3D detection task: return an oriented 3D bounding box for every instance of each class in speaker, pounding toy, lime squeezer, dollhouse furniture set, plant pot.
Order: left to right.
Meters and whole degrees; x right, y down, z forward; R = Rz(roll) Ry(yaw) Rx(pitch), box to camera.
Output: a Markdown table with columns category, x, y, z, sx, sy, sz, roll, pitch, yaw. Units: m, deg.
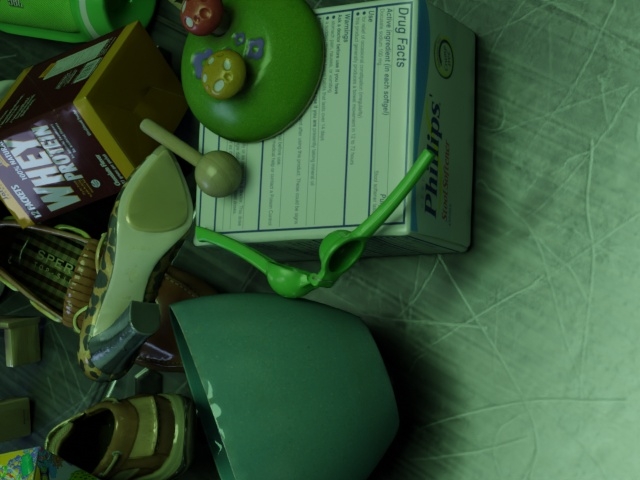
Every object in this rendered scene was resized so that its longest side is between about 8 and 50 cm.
| category | x | y | z | sx | sy | sz | roll | pitch | yaw |
| --- | --- | --- | --- | --- | --- | --- | --- | --- | --- |
| dollhouse furniture set | -0.453 | 0.180 | 2.047 | 0.123 | 0.144 | 0.151 | 1 | 96 | 36 |
| speaker | -0.362 | -0.334 | 2.079 | 0.296 | 0.131 | 0.131 | 12 | 88 | 32 |
| pounding toy | -0.115 | -0.185 | 1.733 | 0.183 | 0.110 | 0.237 | 40 | 102 | 31 |
| plant pot | -0.028 | 0.176 | 1.721 | 0.195 | 0.290 | 0.290 | -19 | 68 | -8 |
| lime squeezer | 0.000 | 0.000 | 1.676 | 0.310 | 0.059 | 0.110 | -18 | 57 | 33 |

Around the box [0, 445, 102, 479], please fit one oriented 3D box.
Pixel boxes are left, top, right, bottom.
| category | x | y | z | sx | sy | sz | roll | pitch | yaw |
| --- | --- | --- | --- | --- | --- | --- | --- | --- | --- |
| box | -0.359 | 0.388 | 1.834 | 0.290 | 0.279 | 0.177 | -14 | 55 | 28 |

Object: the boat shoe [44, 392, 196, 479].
| category | x | y | z | sx | sy | sz | roll | pitch | yaw |
| --- | --- | --- | --- | --- | --- | --- | --- | --- | --- |
| boat shoe | -0.270 | 0.248 | 1.872 | 0.324 | 0.120 | 0.122 | -35 | 53 | 47 |

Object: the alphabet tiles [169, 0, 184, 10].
| category | x | y | z | sx | sy | sz | roll | pitch | yaw |
| --- | --- | --- | --- | --- | --- | --- | --- | --- | --- |
| alphabet tiles | -0.122 | -0.372 | 2.008 | 0.237 | 0.009 | 0.198 | 42 | 103 | 30 |

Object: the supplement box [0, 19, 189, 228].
| category | x | y | z | sx | sy | sz | roll | pitch | yaw |
| --- | --- | --- | --- | --- | --- | --- | --- | --- | --- |
| supplement box | -0.295 | -0.143 | 1.946 | 0.194 | 0.129 | 0.191 | -18 | 29 | 28 |

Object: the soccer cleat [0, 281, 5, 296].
| category | x | y | z | sx | sy | sz | roll | pitch | yaw |
| --- | --- | --- | --- | --- | --- | --- | --- | --- | --- |
| soccer cleat | -0.569 | 0.011 | 2.146 | 0.318 | 0.116 | 0.108 | 18 | 91 | 32 |

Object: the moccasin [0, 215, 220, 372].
| category | x | y | z | sx | sy | sz | roll | pitch | yaw |
| --- | --- | --- | --- | --- | --- | --- | --- | --- | --- |
| moccasin | -0.268 | 0.056 | 1.936 | 0.380 | 0.147 | 0.139 | 29 | 95 | 32 |

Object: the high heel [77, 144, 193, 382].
| category | x | y | z | sx | sy | sz | roll | pitch | yaw |
| --- | --- | --- | --- | --- | --- | --- | --- | --- | --- |
| high heel | -0.225 | 0.028 | 1.820 | 0.186 | 0.093 | 0.261 | -43 | 35 | 52 |

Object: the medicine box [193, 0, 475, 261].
| category | x | y | z | sx | sy | sz | roll | pitch | yaw |
| --- | --- | --- | --- | --- | --- | --- | --- | --- | --- |
| medicine box | 0.015 | -0.118 | 1.794 | 0.289 | 0.149 | 0.263 | -3 | 80 | 31 |

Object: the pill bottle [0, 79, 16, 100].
| category | x | y | z | sx | sy | sz | roll | pitch | yaw |
| --- | --- | --- | --- | --- | --- | --- | --- | --- | --- |
| pill bottle | -0.494 | -0.116 | 2.104 | 0.272 | 0.152 | 0.152 | -10 | 76 | 30 |
